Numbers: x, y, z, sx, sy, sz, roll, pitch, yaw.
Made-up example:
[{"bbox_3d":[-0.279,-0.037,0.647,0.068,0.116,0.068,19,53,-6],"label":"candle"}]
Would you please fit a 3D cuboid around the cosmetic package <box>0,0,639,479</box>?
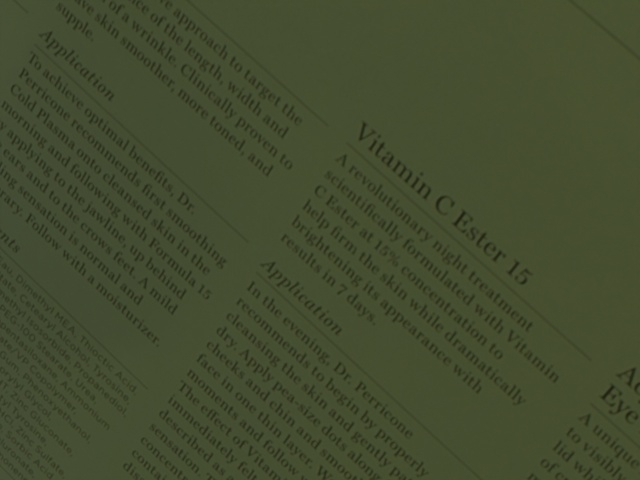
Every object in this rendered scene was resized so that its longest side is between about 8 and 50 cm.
[{"bbox_3d":[0.000,0.000,0.474,0.377,0.097,0.284,43,-57,12],"label":"cosmetic package"}]
